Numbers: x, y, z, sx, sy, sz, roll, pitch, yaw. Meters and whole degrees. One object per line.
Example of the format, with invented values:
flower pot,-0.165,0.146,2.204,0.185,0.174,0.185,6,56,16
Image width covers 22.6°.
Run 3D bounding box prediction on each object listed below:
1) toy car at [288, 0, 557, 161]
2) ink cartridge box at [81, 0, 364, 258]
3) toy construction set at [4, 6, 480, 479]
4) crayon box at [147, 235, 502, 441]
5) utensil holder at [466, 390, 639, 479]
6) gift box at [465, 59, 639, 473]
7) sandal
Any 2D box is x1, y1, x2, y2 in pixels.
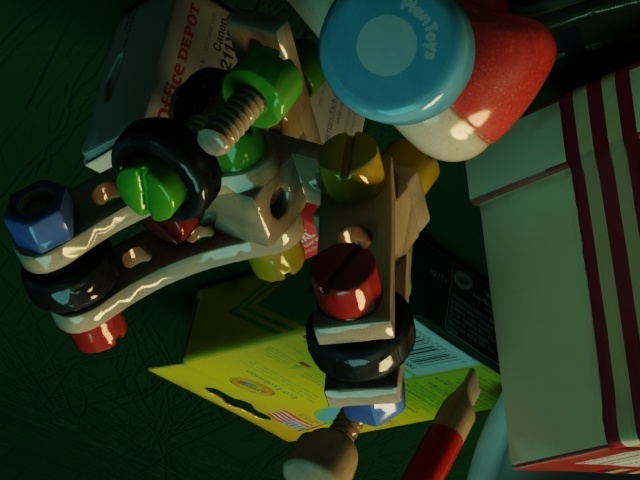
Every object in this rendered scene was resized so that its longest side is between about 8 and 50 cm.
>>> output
toy car,0.089,-0.184,0.844,0.238,0.210,0.219,-39,170,11
ink cartridge box,-0.063,-0.078,1.110,0.175,0.127,0.072,28,148,-30
toy construction set,0.000,0.000,0.956,0.257,0.237,0.309,-13,122,44
crayon box,0.021,0.098,1.464,0.318,0.081,0.202,-16,143,40
utensil holder,0.368,0.257,1.342,0.385,0.328,0.327,18,153,-31
gift box,0.263,0.010,1.035,0.276,0.258,0.255,9,159,-44
sandal,0.136,-0.143,1.000,0.219,0.060,0.090,-12,154,12
